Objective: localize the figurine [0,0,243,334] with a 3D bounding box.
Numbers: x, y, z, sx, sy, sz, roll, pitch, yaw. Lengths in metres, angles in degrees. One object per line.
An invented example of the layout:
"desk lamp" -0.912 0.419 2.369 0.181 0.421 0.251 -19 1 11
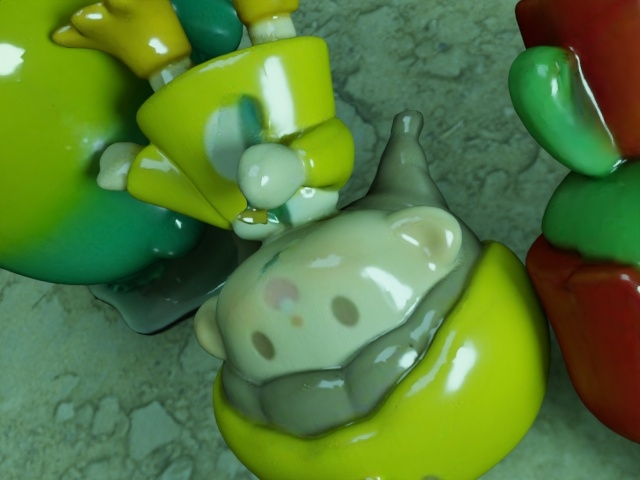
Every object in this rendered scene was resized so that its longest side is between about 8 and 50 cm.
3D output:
"figurine" -0.187 -0.080 0.571 0.231 0.340 0.323 37 85 34

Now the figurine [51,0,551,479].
"figurine" 0.000 0.000 0.470 0.215 0.343 0.187 -16 14 30

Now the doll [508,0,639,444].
"doll" 0.202 0.019 0.414 0.183 0.160 0.362 -21 94 -26
